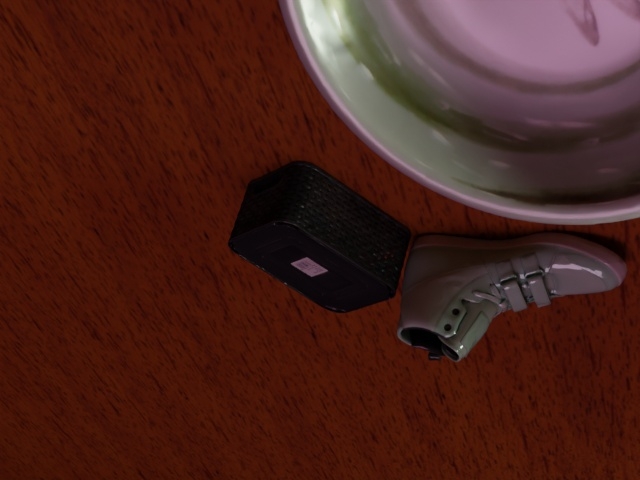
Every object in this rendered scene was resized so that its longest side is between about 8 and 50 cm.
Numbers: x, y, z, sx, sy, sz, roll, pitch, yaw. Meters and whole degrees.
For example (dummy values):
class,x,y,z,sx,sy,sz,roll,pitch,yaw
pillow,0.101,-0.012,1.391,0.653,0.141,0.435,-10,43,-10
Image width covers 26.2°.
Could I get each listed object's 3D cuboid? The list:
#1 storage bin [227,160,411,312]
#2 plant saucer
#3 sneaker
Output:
class,x,y,z,sx,sy,sz,roll,pitch,yaw
storage bin,0.000,0.000,1.580,0.180,0.084,0.122,32,148,-28
plant saucer,0.164,-0.201,0.990,0.400,0.100,0.400,12,127,17
sneaker,0.208,0.074,1.529,0.256,0.151,0.094,0,146,26
